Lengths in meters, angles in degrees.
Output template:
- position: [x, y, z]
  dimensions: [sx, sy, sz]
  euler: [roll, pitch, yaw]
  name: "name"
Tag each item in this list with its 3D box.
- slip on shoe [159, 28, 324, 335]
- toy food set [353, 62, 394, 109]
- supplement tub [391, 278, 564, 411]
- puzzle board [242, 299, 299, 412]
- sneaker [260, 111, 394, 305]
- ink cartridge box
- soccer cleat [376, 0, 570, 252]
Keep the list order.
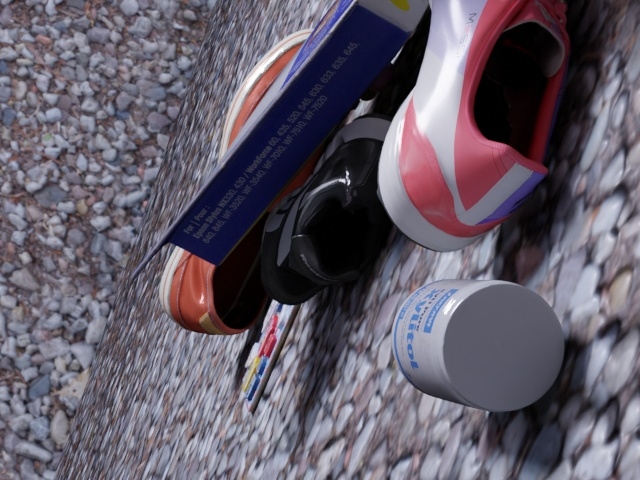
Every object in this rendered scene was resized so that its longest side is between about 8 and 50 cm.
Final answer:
- position: [-0.051, -0.052, 1.715]
  dimensions: [0.101, 0.123, 0.331]
  euler: [26, 91, 49]
  name: "slip on shoe"
- position: [0.061, -0.170, 1.594]
  dimensions: [0.122, 0.019, 0.078]
  euler: [-62, 11, -4]
  name: "toy food set"
- position: [0.084, 0.056, 0.940]
  dimensions: [0.107, 0.071, 0.071]
  euler: [171, 119, -78]
  name: "supplement tub"
- position: [-0.049, 0.092, 1.641]
  dimensions: [0.096, 0.011, 0.128]
  euler: [-118, 50, -75]
  name: "puzzle board"
- position: [0.000, 0.000, 1.411]
  dimensions: [0.234, 0.078, 0.106]
  euler: [-53, 17, 47]
  name: "sneaker"
- position: [-0.010, -0.118, 1.457]
  dimensions: [0.303, 0.072, 0.307]
  euler: [-48, 10, 35]
  name: "ink cartridge box"
- position: [0.119, -0.145, 1.098]
  dimensions: [0.116, 0.109, 0.318]
  euler: [-30, 40, 52]
  name: "soccer cleat"
